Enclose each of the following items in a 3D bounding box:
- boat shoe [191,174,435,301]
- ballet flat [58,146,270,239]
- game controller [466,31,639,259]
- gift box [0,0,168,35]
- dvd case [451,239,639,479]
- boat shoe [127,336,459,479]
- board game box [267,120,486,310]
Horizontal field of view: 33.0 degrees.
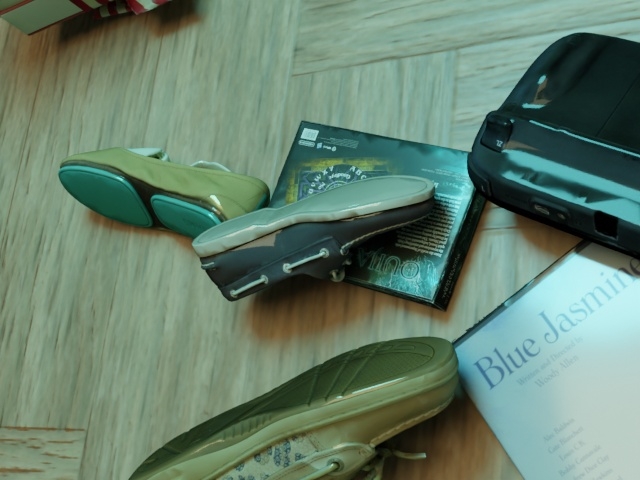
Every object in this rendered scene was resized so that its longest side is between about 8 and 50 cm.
[{"bbox_3d":[0.000,0.000,0.857,0.206,0.075,0.065,-14,106,20],"label":"boat shoe"},{"bbox_3d":[-0.141,-0.047,0.990,0.232,0.080,0.073,18,53,33],"label":"ballet flat"},{"bbox_3d":[0.259,-0.054,0.732,0.319,0.067,0.166,25,59,36],"label":"game controller"},{"bbox_3d":[-0.249,-0.368,1.063,0.276,0.258,0.255,-9,66,28],"label":"gift box"},{"bbox_3d":[0.214,0.116,0.719,0.180,0.022,0.253,-40,54,11],"label":"dvd case"},{"bbox_3d":[-0.012,0.156,0.808,0.285,0.104,0.089,-27,96,26],"label":"boat shoe"},{"bbox_3d":[0.040,-0.025,0.884,0.186,0.026,0.126,15,79,35],"label":"board game box"}]
